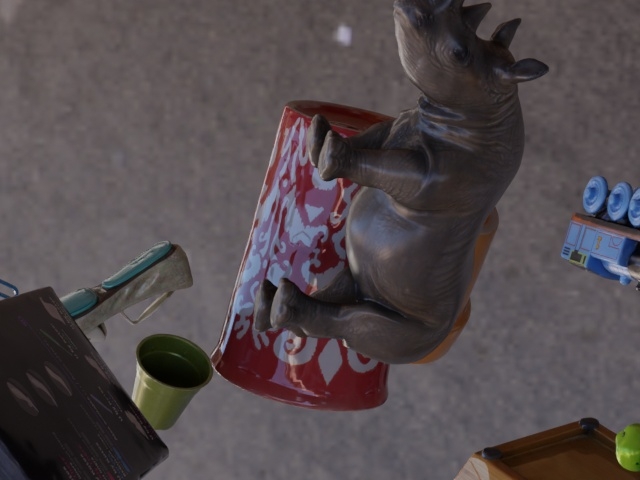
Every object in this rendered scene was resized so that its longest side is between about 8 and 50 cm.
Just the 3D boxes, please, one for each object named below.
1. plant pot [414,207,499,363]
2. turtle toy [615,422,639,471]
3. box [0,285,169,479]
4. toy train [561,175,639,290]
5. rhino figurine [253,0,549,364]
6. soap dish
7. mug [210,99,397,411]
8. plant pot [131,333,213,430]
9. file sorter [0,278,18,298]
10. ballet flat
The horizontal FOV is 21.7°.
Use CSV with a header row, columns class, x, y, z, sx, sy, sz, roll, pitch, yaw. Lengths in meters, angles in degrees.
class,x,y,z,sx,sy,sz,roll,pitch,yaw
plant pot,0.116,0.014,2.042,0.188,0.205,0.205,-58,46,34
turtle toy,0.314,0.212,1.498,0.130,0.066,0.095,-122,29,-48
box,-0.214,0.136,0.975,0.165,0.270,0.143,-36,89,6
toy train,0.328,-0.005,1.759,0.184,0.080,0.105,-155,79,-68
rhino figurine,0.047,-0.035,0.849,0.073,0.106,0.243,-100,25,-56
soap dish,0.309,0.313,1.863,0.291,0.229,0.118,32,124,48
mug,-0.006,0.001,1.038,0.150,0.113,0.169,29,112,49
plant pot,-0.163,0.154,1.739,0.083,0.083,0.079,56,136,38
file sorter,-0.370,0.078,1.739,0.170,0.118,0.104,41,92,28
ballet flat,-0.186,0.060,1.466,0.052,0.168,0.057,65,169,-21
